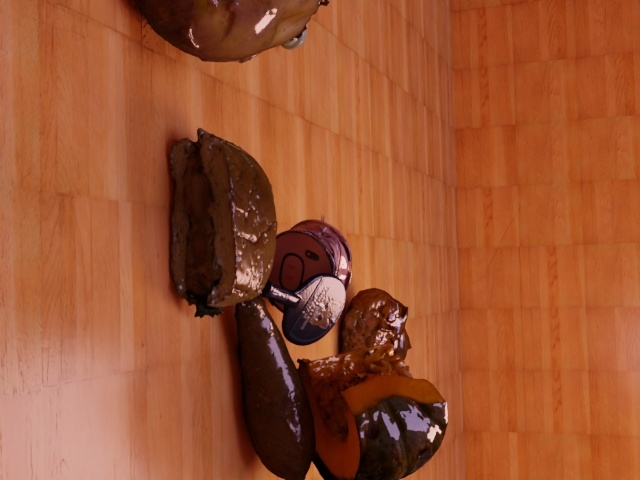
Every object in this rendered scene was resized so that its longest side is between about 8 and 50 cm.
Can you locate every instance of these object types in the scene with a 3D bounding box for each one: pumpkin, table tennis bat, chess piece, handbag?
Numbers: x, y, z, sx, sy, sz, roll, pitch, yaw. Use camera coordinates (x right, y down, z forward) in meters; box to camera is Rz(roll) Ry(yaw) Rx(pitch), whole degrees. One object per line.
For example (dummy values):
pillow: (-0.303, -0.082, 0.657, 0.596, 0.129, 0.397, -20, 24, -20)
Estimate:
pumpkin: (0.089, 0.341, 1.724, 0.303, 0.225, 0.256, -132, -146, -52)
table tennis bat: (-0.034, 0.117, 1.634, 0.236, 0.027, 0.150, 29, 93, -52)
chess piece: (-0.081, -0.433, 1.857, 0.103, 0.067, 0.067, -16, 103, -60)
handbag: (-0.028, 0.060, 1.774, 0.116, 0.179, 0.205, -29, 135, -59)

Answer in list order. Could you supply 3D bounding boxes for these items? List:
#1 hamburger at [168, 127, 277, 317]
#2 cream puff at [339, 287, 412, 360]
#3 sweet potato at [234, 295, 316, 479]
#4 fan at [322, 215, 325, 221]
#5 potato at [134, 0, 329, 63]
hamburger: (-0.155, -0.027, 1.498, 0.211, 0.132, 0.309, 0, 86, -68)
cream puff: (0.137, 0.249, 2.259, 0.241, 0.154, 0.269, -37, 129, -60)
sweet potato: (-0.091, 0.268, 1.649, 0.130, 0.130, 0.423, -46, 128, -63)
fan: (0.000, 0.000, 2.105, 0.085, 0.005, 0.133, 51, 42, -58)
potato: (-0.168, -0.388, 1.389, 0.289, 0.300, 0.237, 47, 56, -11)
